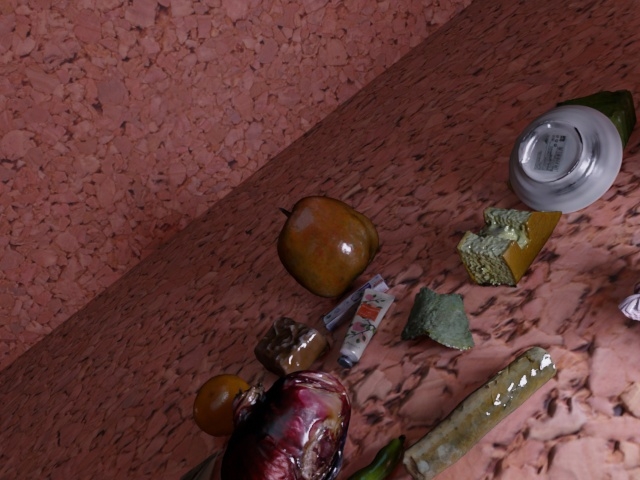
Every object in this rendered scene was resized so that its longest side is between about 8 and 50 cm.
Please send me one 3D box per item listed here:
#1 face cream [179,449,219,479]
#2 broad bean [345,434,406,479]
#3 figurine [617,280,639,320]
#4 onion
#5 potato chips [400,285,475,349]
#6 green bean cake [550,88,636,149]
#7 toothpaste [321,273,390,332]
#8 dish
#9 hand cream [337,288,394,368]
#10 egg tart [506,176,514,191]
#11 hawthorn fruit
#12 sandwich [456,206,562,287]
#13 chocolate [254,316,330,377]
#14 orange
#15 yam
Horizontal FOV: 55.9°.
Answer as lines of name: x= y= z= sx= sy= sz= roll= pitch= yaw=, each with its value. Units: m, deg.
face cream: x=-0.302 y=0.606 z=1.297 sx=0.137 sy=0.084 sz=0.341 roll=-40 pitch=15 yaw=19
broad bean: x=0.064 y=0.447 z=1.099 sx=0.254 sy=0.046 sz=0.065 roll=-38 pitch=17 yaw=-4
figurine: x=0.574 y=0.090 z=0.947 sx=0.174 sy=0.116 sz=0.240 roll=-22 pitch=34 yaw=36
onion: x=-0.080 y=0.382 z=1.156 sx=0.314 sy=0.232 sz=0.314 roll=-56 pitch=3 yaw=4
potato chips: x=0.251 y=0.175 z=1.314 sx=0.167 sy=0.059 sz=0.228 roll=-38 pitch=22 yaw=-26
green bean cake: x=0.653 y=-0.275 z=1.477 sx=0.200 sy=0.113 sz=0.214 roll=-8 pitch=29 yaw=40
toothpaste: x=0.092 y=0.165 z=1.574 sx=0.196 sy=0.040 sz=0.047 roll=-38 pitch=28 yaw=0
dish: x=0.535 y=-0.194 z=1.370 sx=0.260 sy=0.085 sz=0.261 roll=-11 pitch=73 yaw=41
hand cream: x=0.105 y=0.208 z=1.462 sx=0.080 sy=0.050 sz=0.234 roll=17 pitch=50 yaw=19
egg tart: x=0.536 y=-0.177 z=1.557 sx=0.130 sy=0.052 sz=0.130 roll=-32 pitch=26 yaw=18
hawthorn fruit: x=0.000 y=0.000 z=1.674 sx=0.268 sy=0.300 sz=0.268 roll=-52 pitch=3 yaw=4
sandwich: x=0.425 y=-0.014 z=1.331 sx=0.236 sy=0.128 sz=0.122 roll=-48 pitch=34 yaw=-22
chocolate: x=-0.084 y=0.274 z=1.557 sx=0.148 sy=0.093 sz=0.214 roll=-45 pitch=25 yaw=-20
orange: x=-0.238 y=0.409 z=1.494 sx=0.156 sy=0.124 sz=0.156 roll=-19 pitch=44 yaw=20
yam: x=0.273 y=0.301 z=1.039 sx=0.317 sy=0.071 sz=0.067 roll=-38 pitch=-20 yaw=-5
